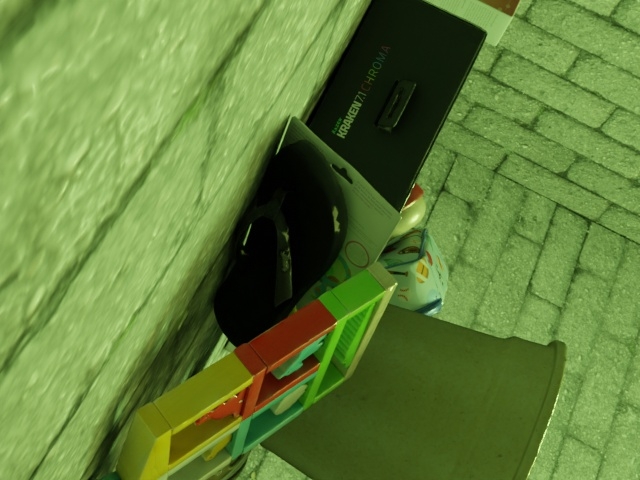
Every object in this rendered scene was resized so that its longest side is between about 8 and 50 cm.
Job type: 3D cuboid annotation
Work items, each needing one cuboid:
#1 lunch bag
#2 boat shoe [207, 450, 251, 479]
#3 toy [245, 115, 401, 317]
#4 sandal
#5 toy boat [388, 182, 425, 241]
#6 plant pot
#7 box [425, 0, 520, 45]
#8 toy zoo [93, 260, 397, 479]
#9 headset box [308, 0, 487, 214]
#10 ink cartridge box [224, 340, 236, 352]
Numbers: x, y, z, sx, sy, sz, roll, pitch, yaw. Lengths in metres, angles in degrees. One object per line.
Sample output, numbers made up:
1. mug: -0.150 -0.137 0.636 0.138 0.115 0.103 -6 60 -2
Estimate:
1. lunch bag: 0.079 0.078 1.383 0.243 0.115 0.303 -21 -176 13
2. boat shoe: -0.132 0.235 1.020 0.103 0.113 0.302 -57 179 18
3. toy: 0.000 0.000 0.830 0.056 0.137 0.237 -31 158 -41
4. sandal: -0.047 0.021 0.793 0.054 0.097 0.254 -23 148 -43
5. toy boat: 0.042 -0.051 1.347 0.231 0.151 0.151 -31 -176 3
6. plant pot: 0.094 0.216 1.067 0.334 0.305 0.334 24 90 -81
7. box: 0.289 -0.470 1.595 0.130 0.170 0.091 -63 178 -26
8. toy zoo: -0.069 0.144 0.747 0.293 0.030 0.192 -30 157 -29
9. headset box: 0.066 -0.128 1.006 0.246 0.131 0.283 -63 178 -9
10. ink cartridge box: -0.090 0.118 1.334 0.135 0.056 0.099 -63 179 0
